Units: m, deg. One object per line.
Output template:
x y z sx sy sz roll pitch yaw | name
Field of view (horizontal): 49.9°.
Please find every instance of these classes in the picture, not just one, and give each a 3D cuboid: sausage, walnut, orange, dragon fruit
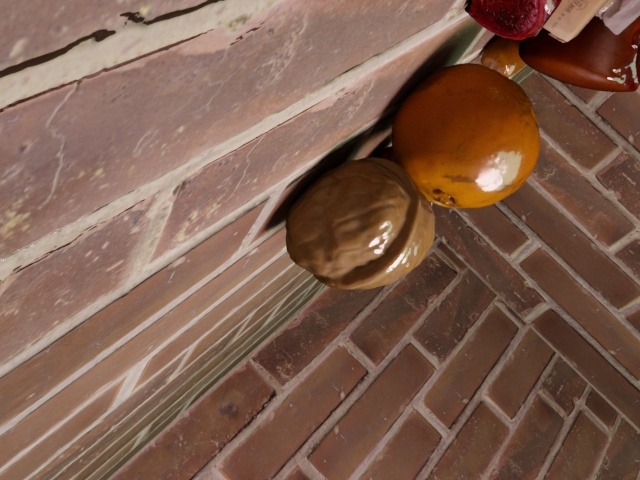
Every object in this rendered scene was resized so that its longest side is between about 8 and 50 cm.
0.520 -0.514 1.747 0.274 0.105 0.105 -42 172 -17 | sausage
0.086 -0.032 1.391 0.285 0.285 0.296 -47 135 13 | walnut
0.300 -0.213 1.433 0.312 0.312 0.312 -44 173 -7 | orange
0.336 -0.426 1.119 0.163 0.189 0.262 -13 172 -7 | dragon fruit

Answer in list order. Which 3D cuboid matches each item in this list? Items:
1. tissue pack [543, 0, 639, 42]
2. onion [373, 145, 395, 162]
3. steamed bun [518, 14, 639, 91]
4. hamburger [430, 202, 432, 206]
0.522 -0.511 1.204 0.238 0.238 0.305 -42 173 -22 | tissue pack
0.154 -0.127 1.676 0.230 0.163 0.230 -165 -90 -69 | onion
0.586 -0.469 1.539 0.379 0.248 0.235 -74 -179 -72 | steamed bun
0.254 -0.167 1.877 0.177 0.185 0.113 -31 -176 18 | hamburger
